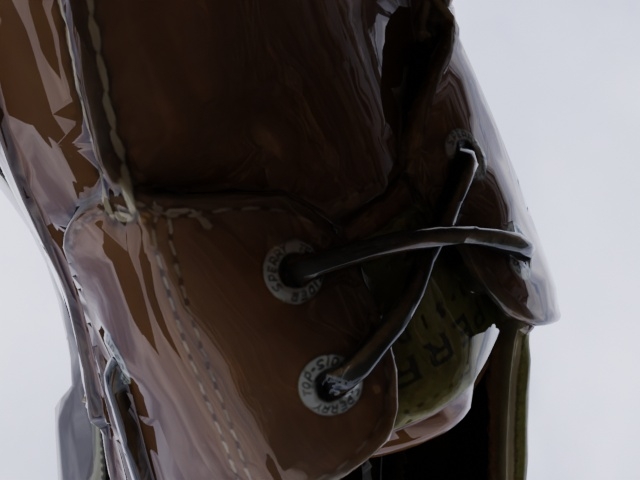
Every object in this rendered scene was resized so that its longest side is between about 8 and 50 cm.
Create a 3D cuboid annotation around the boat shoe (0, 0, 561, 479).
[{"bbox_3d":[0.000,0.000,0.363,0.110,0.307,0.104,-30,-137,-24],"label":"boat shoe"}]
